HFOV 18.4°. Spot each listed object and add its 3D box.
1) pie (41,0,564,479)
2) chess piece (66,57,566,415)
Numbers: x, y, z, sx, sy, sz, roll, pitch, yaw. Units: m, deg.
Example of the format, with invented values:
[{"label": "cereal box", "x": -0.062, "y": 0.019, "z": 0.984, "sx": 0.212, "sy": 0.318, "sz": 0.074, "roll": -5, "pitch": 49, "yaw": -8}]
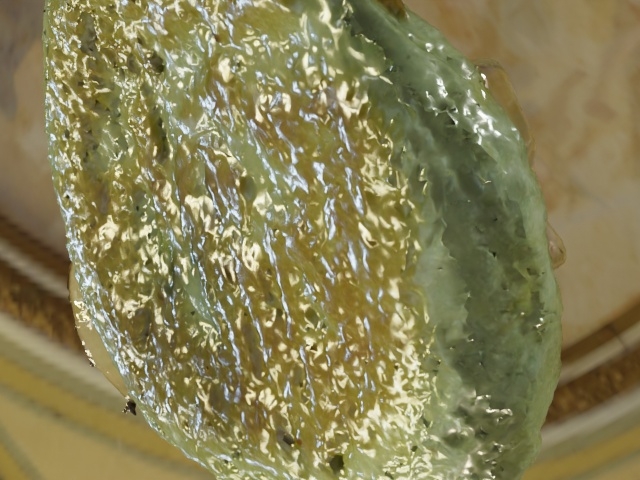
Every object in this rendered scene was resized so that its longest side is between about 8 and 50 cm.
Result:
[{"label": "pie", "x": -0.025, "y": -0.019, "z": 0.847, "sx": 0.070, "sy": 0.323, "sz": 0.323, "roll": -25, "pitch": -66, "yaw": -34}, {"label": "chess piece", "x": 0.000, "y": 0.000, "z": 1.098, "sx": 0.301, "sy": 0.137, "sz": 0.137, "roll": -27, "pitch": -66, "yaw": 40}]
